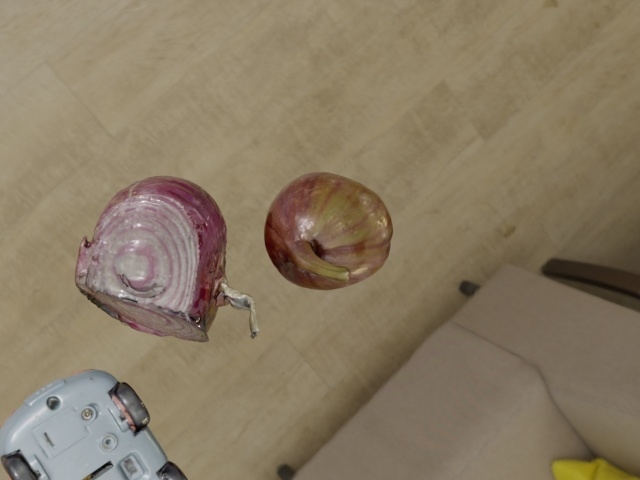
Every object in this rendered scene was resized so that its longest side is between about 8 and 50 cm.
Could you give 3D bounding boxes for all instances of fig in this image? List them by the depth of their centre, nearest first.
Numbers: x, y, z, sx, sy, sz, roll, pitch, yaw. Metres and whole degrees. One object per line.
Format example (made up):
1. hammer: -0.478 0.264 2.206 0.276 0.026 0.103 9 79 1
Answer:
1. fig: -0.005 -0.002 1.181 0.207 0.175 0.175 -39 123 -58

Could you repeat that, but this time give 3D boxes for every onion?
1. onion: -0.242 0.023 1.387 0.273 0.256 0.230 17 72 -20

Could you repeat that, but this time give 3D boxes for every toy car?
1. toy car: -0.310 0.302 1.177 0.181 0.212 0.270 -33 104 -24
